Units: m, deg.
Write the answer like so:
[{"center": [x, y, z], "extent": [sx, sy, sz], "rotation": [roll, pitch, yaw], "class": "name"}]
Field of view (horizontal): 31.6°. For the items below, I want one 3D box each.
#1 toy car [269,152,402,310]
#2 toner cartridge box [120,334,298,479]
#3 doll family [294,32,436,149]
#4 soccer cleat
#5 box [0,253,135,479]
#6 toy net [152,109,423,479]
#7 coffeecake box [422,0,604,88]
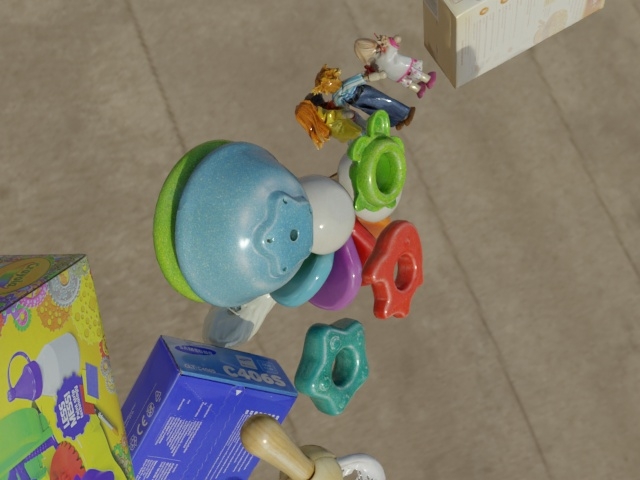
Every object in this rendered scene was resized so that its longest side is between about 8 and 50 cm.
[{"center": [0.000, 0.000, 1.104], "extent": [0.182, 0.159, 0.136], "rotation": [-32, 100, -46], "class": "toy car"}, {"center": [-0.182, 0.282, 1.326], "extent": [0.165, 0.348, 0.075], "rotation": [17, 22, -37], "class": "toner cartridge box"}, {"center": [0.053, -0.212, 1.779], "extent": [0.163, 0.263, 0.118], "rotation": [25, 54, -17], "class": "doll family"}, {"center": [-0.080, 0.064, 1.445], "extent": [0.068, 0.076, 0.196], "rotation": [38, 55, 13], "class": "soccer cleat"}, {"center": [-0.271, 0.173, 0.676], "extent": [0.177, 0.279, 0.290], "rotation": [-44, 130, -61], "class": "box"}, {"center": [-0.003, 0.065, 0.495], "extent": [0.122, 0.045, 0.232], "rotation": [-25, 116, -47], "class": "toy net"}, {"center": [0.199, -0.253, 1.139], "extent": [0.185, 0.142, 0.068], "rotation": [-29, 68, -5], "class": "coffeecake box"}]
